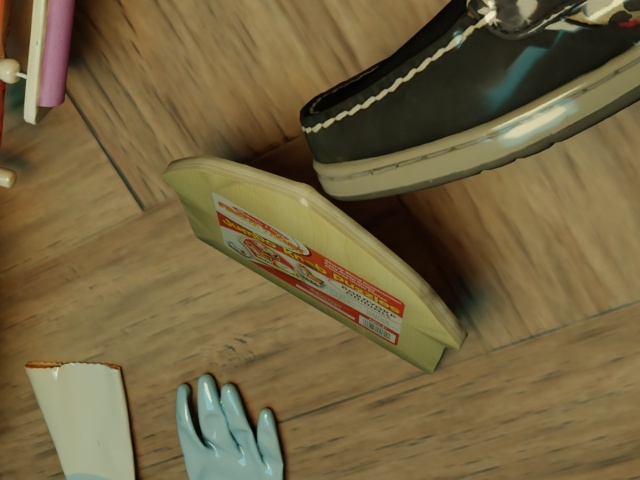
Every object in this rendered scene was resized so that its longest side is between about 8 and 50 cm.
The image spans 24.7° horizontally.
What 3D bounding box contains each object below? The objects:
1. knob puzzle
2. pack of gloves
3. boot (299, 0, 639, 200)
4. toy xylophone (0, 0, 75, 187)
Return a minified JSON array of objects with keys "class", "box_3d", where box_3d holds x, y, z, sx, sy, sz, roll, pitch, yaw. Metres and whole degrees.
[{"class":"knob puzzle","box_3d":[0.000,0.000,0.804,0.213,0.030,0.213,31,166,9]},{"class":"pack of gloves","box_3d":[-0.104,0.196,1.015,0.195,0.046,0.232,0,117,28]},{"class":"boot","box_3d":[0.092,-0.203,0.625,0.377,0.138,0.284,-27,104,32]},{"class":"toy xylophone","box_3d":[-0.269,-0.145,0.865,0.322,0.081,0.236,11,114,20]}]
